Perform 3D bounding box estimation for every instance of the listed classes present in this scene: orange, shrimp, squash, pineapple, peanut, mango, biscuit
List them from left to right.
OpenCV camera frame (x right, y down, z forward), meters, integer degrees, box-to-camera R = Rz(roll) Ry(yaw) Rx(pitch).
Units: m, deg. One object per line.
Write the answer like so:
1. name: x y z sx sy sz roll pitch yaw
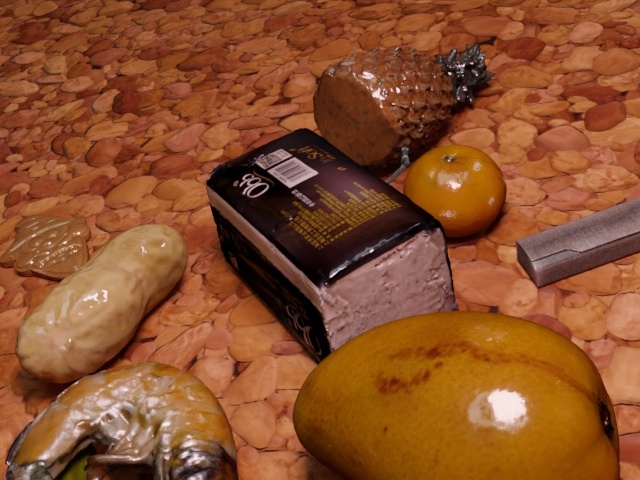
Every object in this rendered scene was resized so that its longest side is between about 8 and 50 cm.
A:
1. biscuit: -0.467 0.010 1.643 0.162 0.035 0.250 -38 44 -21
2. squash: -0.298 0.317 1.155 0.066 0.066 0.201 -19 43 -4
3. peanut: -0.308 0.087 1.395 0.148 0.147 0.319 14 43 34
4. shrimp: -0.214 0.302 1.084 0.272 0.085 0.445 -7 39 -17
5. pineapple: 0.157 -0.260 1.646 0.202 0.202 0.362 20 38 38
6. mango: 0.140 0.195 1.028 0.378 0.221 0.264 5 45 39
7. orange: 0.202 -0.078 1.432 0.156 0.124 0.156 -13 35 9

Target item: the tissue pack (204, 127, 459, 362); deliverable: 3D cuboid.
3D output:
1. tissue pack: 0.000 0.000 1.342 0.210 0.198 0.370 -30 39 -14

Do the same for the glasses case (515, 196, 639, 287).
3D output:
1. glasses case: 0.382 -0.002 1.332 0.205 0.047 0.070 -19 38 -5

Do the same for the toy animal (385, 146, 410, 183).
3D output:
1. toy animal: 0.026 -0.093 1.553 0.253 0.079 0.070 -5 60 17
